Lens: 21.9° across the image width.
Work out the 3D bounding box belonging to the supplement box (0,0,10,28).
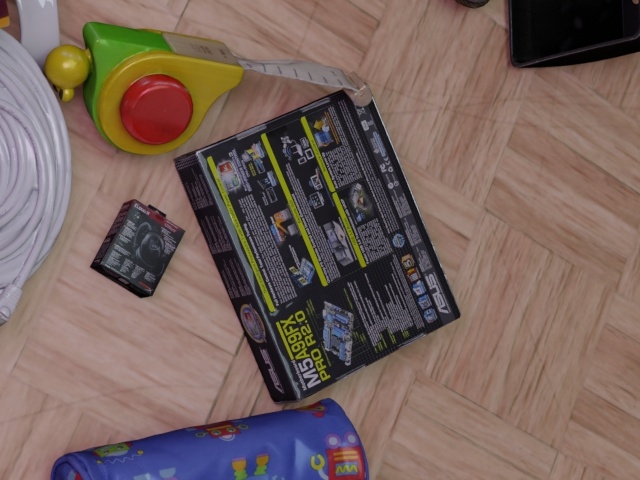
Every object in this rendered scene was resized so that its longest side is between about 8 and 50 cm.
[{"bbox_3d":[-0.359,-0.223,1.400,0.104,0.188,0.081,-25,123,-35],"label":"supplement box"}]

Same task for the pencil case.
[{"bbox_3d":[-0.100,0.237,1.569,0.306,0.119,0.133,-8,103,-29],"label":"pencil case"}]

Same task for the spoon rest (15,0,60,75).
[{"bbox_3d":[-0.294,-0.292,1.548,0.137,0.084,0.276,-16,92,-29],"label":"spoon rest"}]

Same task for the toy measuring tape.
[{"bbox_3d":[-0.113,-0.133,1.607,0.330,0.121,0.121,7,81,-28],"label":"toy measuring tape"}]

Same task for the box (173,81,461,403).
[{"bbox_3d":[0.000,0.000,1.685,0.216,0.060,0.270,-26,96,-28],"label":"box"}]

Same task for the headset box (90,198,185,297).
[{"bbox_3d":[-0.175,0.005,1.605,0.062,0.032,0.083,33,69,-22],"label":"headset box"}]

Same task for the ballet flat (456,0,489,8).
[{"bbox_3d":[0.113,-0.362,1.799,0.084,0.058,0.250,-34,95,-10],"label":"ballet flat"}]

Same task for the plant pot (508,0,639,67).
[{"bbox_3d":[0.331,-0.288,1.841,0.167,0.188,0.187,5,81,-41],"label":"plant pot"}]

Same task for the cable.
[{"bbox_3d":[-0.334,-0.068,1.470,0.257,0.089,0.257,54,49,-26],"label":"cable"}]
